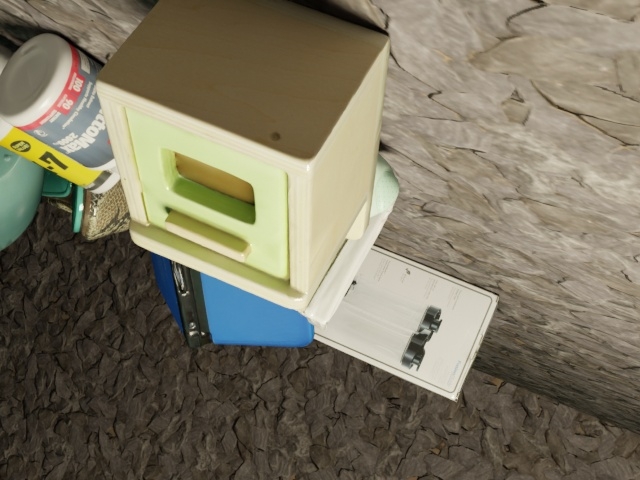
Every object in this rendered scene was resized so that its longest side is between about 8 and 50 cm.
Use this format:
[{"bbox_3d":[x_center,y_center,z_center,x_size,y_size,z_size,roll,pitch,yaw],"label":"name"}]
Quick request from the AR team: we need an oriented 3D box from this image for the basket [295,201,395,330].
[{"bbox_3d":[0.000,0.000,0.975,0.103,0.167,0.113,28,172,5],"label":"basket"}]

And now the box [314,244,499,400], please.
[{"bbox_3d":[0.104,0.110,1.358,0.290,0.169,0.087,21,171,14],"label":"box"}]

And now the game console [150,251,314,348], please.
[{"bbox_3d":[-0.142,0.000,1.294,0.250,0.173,0.293,-129,28,-48],"label":"game console"}]

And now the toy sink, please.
[{"bbox_3d":[-0.052,-0.049,0.658,0.153,0.131,0.234,23,150,12],"label":"toy sink"}]

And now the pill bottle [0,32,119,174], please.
[{"bbox_3d":[-0.258,-0.140,1.008,0.108,0.108,0.180,17,170,40],"label":"pill bottle"}]

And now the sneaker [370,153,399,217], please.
[{"bbox_3d":[-0.043,-0.070,0.864,0.256,0.094,0.151,12,159,46],"label":"sneaker"}]

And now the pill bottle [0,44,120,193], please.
[{"bbox_3d":[-0.339,-0.153,1.119,0.208,0.119,0.119,29,170,-31],"label":"pill bottle"}]

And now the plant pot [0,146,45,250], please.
[{"bbox_3d":[-0.548,-0.129,1.345,0.293,0.293,0.235,27,158,-18],"label":"plant pot"}]

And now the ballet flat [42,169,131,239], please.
[{"bbox_3d":[-0.352,-0.100,1.489,0.182,0.164,0.483,4,-173,-26],"label":"ballet flat"}]
